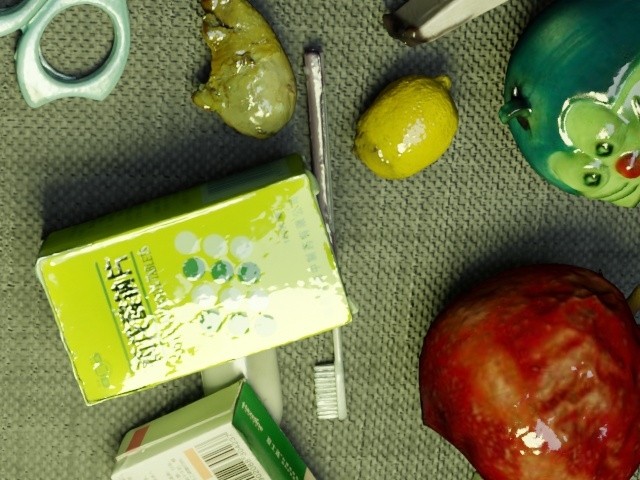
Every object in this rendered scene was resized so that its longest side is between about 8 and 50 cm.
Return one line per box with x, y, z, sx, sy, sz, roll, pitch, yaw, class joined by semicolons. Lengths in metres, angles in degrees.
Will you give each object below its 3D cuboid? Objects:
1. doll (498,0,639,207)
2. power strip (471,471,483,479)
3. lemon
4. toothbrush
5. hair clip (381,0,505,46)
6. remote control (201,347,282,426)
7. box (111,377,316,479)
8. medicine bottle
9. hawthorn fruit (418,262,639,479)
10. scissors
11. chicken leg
0.296;-0.138;1.656;0.322;0.186;0.198;-10;140;-30;doll
0.166;0.346;1.821;0.078;0.052;0.272;6;102;-17;power strip
0.080;-0.104;1.657;0.111;0.082;0.082;-44;111;-1;lemon
0.000;0.000;1.695;0.029;0.024;0.354;-5;107;-5;toothbrush
0.195;-0.289;1.636;0.331;0.085;0.101;-30;113;-12;hair clip
-0.076;0.082;1.685;0.073;0.044;0.229;-9;106;-9;remote control
-0.079;0.240;1.686;0.135;0.081;0.199;-25;110;21;box
-0.108;0.028;1.588;0.250;0.141;0.137;-18;102;0;medicine bottle
0.220;0.114;1.699;0.230;0.210;0.266;46;76;-8;hawthorn fruit
-0.166;-0.281;1.571;0.191;0.029;0.360;41;90;-25;scissors
-0.079;-0.172;1.607;0.093;0.070;0.178;-17;102;-4;chicken leg
